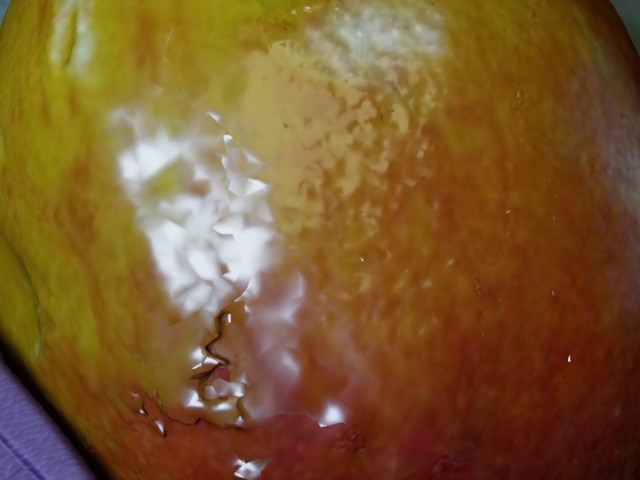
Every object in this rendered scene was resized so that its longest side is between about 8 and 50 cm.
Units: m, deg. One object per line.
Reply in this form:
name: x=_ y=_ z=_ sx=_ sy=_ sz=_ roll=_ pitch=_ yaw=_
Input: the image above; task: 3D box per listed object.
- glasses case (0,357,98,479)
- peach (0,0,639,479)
glasses case: x=-0.177 y=0.043 z=0.632 sx=0.316 sy=0.123 sz=0.076 roll=40 pitch=46 yaw=22
peach: x=0.000 y=0.000 z=0.648 sx=0.238 sy=0.281 sz=0.281 roll=-21 pitch=48 yaw=26
